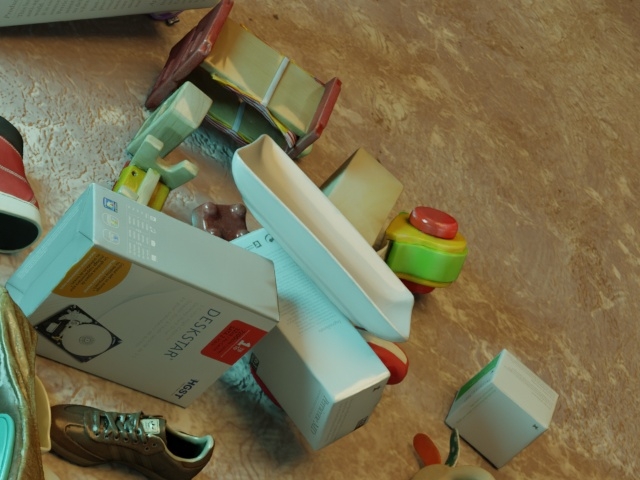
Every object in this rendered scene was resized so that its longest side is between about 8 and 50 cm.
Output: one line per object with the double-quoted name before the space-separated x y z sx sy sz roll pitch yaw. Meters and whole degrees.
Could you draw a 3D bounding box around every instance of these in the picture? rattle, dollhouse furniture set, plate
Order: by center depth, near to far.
"plate" 0.000 0.000 1.760 0.278 0.045 0.277 48 10 -3
"rattle" 0.167 0.330 1.836 0.143 0.130 0.199 47 4 -18
"dollhouse furniture set" -0.138 -0.105 1.932 0.201 0.152 0.374 36 51 -17

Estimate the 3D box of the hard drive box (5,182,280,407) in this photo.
"hard drive box" -0.189 0.063 1.616 0.232 0.181 0.089 23 39 -30

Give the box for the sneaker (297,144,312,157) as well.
"sneaker" -0.035 -0.171 2.164 0.069 0.038 0.098 56 22 -34

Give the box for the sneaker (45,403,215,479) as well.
"sneaker" -0.195 0.196 1.563 0.188 0.071 0.066 22 39 -33

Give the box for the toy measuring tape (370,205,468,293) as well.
"toy measuring tape" 0.131 0.030 2.044 0.121 0.121 0.330 45 20 -2

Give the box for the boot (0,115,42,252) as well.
"boot" -0.414 -0.097 1.630 0.244 0.088 0.176 24 37 -44

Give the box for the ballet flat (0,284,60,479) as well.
"ballet flat" -0.300 0.190 1.439 0.124 0.116 0.342 43 22 -42

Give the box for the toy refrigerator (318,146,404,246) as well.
"toy refrigerator" 0.021 -0.008 2.009 0.094 0.102 0.269 42 32 -6

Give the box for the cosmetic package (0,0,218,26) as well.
"cosmetic package" -0.293 -0.404 1.897 0.453 0.230 0.161 -13 63 -42

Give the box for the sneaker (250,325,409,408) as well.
"sneaker" 0.005 0.165 1.838 0.221 0.087 0.128 18 49 -18

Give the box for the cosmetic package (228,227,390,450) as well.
"cosmetic package" -0.030 0.109 1.723 0.085 0.117 0.231 -24 63 -28

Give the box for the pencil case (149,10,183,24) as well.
"pencil case" -0.246 -0.410 2.160 0.088 0.086 0.206 -26 73 -21

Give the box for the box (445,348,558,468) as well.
"box" 0.239 0.221 2.004 0.102 0.101 0.087 41 33 -6
